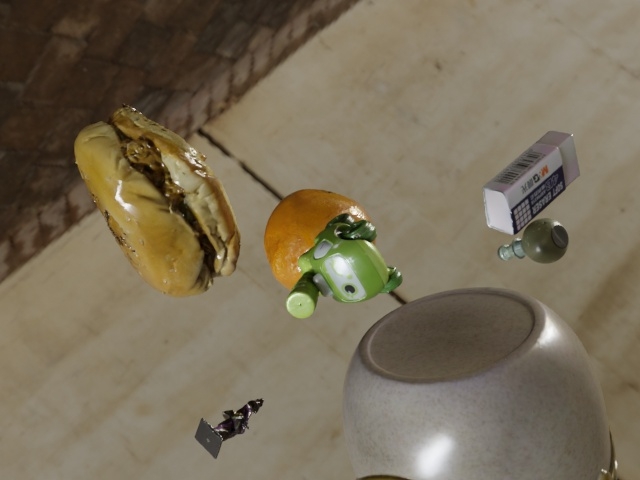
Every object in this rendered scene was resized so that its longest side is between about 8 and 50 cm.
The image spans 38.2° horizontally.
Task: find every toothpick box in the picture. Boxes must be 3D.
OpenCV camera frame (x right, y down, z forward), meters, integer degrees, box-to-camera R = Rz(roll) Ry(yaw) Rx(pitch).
[{"bbox_3d":[0.252,0.321,1.430,0.409,0.409,0.425,-38,120,-44],"label":"toothpick box"}]

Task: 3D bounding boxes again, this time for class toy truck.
[{"bbox_3d":[0.028,0.054,1.719,0.210,0.148,0.187,-31,-163,5],"label":"toy truck"}]

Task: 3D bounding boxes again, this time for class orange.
[{"bbox_3d":[0.000,0.000,2.125,0.261,0.261,0.261,-47,167,-14],"label":"orange"}]

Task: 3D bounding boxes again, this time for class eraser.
[{"bbox_3d":[0.515,-0.144,2.242,0.287,0.086,0.130,-39,128,-27],"label":"eraser"}]

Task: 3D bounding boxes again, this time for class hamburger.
[{"bbox_3d":[-0.260,-0.062,1.470,0.174,0.284,0.304,-32,129,-15],"label":"hamburger"}]

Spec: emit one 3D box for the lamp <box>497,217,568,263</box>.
[{"bbox_3d":[0.420,0.011,1.860,0.091,0.091,0.163,-40,-169,-38],"label":"lamp"}]

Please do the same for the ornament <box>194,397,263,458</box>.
[{"bbox_3d":[-0.215,0.459,2.309,0.203,0.088,0.081,-24,149,-50],"label":"ornament"}]
